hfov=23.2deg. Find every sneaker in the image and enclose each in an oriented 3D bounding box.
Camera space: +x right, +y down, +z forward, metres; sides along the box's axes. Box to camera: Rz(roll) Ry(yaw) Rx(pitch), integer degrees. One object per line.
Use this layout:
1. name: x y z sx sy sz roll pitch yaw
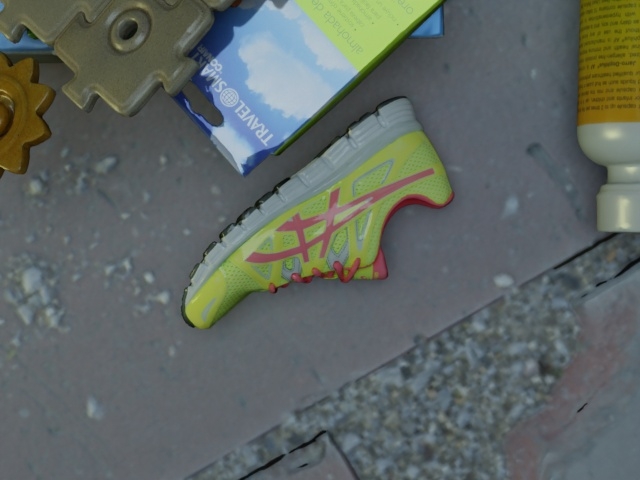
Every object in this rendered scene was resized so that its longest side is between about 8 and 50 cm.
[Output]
1. sneaker: 0.000 0.000 1.029 0.208 0.081 0.094 -39 91 2

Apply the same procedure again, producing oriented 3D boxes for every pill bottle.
1. pill bottle: 0.224 -0.108 0.999 0.117 0.117 0.208 1 91 3

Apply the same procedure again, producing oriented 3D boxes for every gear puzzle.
1. gear puzzle: -0.102 -0.157 0.923 0.339 0.044 0.175 -49 58 2

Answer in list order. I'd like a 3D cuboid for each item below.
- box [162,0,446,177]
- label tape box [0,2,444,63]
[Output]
1. box: -0.013 -0.135 0.942 0.178 0.042 0.109 -42 89 4
2. label tape box: -0.089 -0.239 1.018 0.333 0.106 0.241 -1 91 2
